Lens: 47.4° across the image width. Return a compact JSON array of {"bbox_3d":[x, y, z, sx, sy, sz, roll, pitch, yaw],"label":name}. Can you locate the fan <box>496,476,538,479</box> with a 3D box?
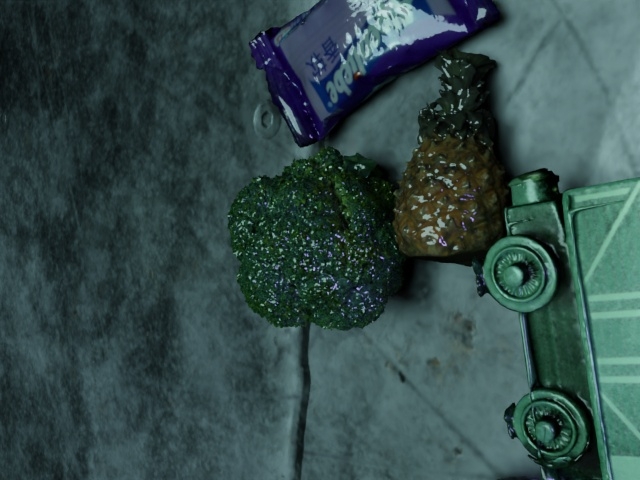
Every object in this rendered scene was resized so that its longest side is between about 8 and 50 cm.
[{"bbox_3d":[0.164,0.327,0.642,0.130,0.074,0.244,21,107,39],"label":"fan"}]

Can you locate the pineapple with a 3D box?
[{"bbox_3d":[0.118,-0.077,0.648,0.108,0.108,0.197,0,84,42],"label":"pineapple"}]

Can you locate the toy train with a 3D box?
[{"bbox_3d":[0.216,0.072,0.561,0.154,0.115,0.269,-10,85,33],"label":"toy train"}]

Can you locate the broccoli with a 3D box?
[{"bbox_3d":[0.000,0.000,0.717,0.156,0.196,0.195,-170,80,-87],"label":"broccoli"}]

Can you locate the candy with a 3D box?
[{"bbox_3d":[0.042,-0.211,0.728,0.275,0.070,0.145,-29,80,35],"label":"candy"}]
